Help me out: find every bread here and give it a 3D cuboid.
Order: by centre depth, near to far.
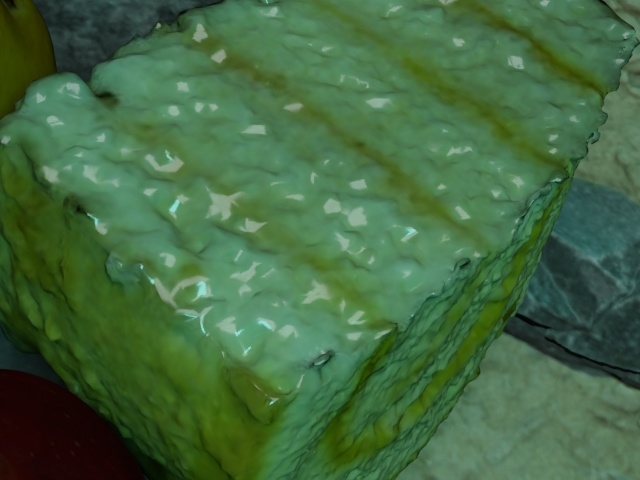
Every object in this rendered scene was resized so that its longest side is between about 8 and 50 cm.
[{"bbox_3d":[0.005,-0.001,0.810,0.239,0.264,0.395,36,50,21],"label":"bread"}]

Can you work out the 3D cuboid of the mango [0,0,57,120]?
[{"bbox_3d":[-0.340,-0.019,0.726,0.446,0.300,0.232,-44,106,-18],"label":"mango"}]

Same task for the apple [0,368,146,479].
[{"bbox_3d":[-0.200,0.211,0.635,0.288,0.288,0.316,-11,83,-18],"label":"apple"}]
